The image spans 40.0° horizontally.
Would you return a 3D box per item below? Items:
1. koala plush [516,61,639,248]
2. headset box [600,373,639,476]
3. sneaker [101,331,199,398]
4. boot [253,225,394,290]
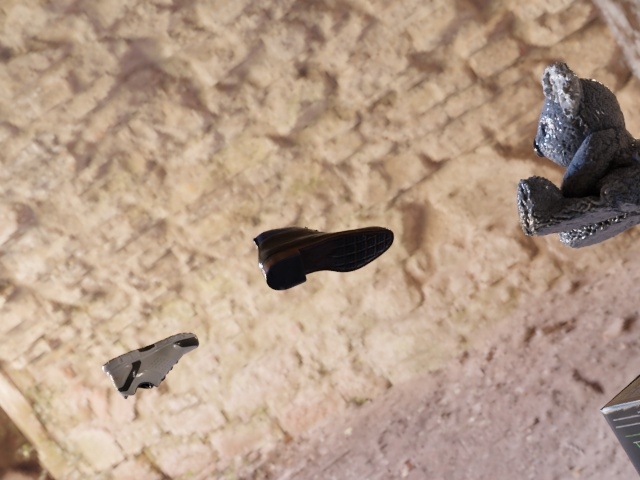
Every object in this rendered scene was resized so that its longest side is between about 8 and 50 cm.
[{"bbox_3d":[0.371,-0.128,1.201,0.203,0.221,0.196,-24,-23,33],"label":"koala plush"},{"bbox_3d":[0.466,0.223,0.885,0.246,0.283,0.131,-29,-4,-32],"label":"headset box"},{"bbox_3d":[-0.165,0.125,0.881,0.109,0.043,0.040,-21,-10,-41],"label":"sneaker"},{"bbox_3d":[0.000,0.000,1.387,0.219,0.082,0.106,-16,38,-17],"label":"boot"}]
